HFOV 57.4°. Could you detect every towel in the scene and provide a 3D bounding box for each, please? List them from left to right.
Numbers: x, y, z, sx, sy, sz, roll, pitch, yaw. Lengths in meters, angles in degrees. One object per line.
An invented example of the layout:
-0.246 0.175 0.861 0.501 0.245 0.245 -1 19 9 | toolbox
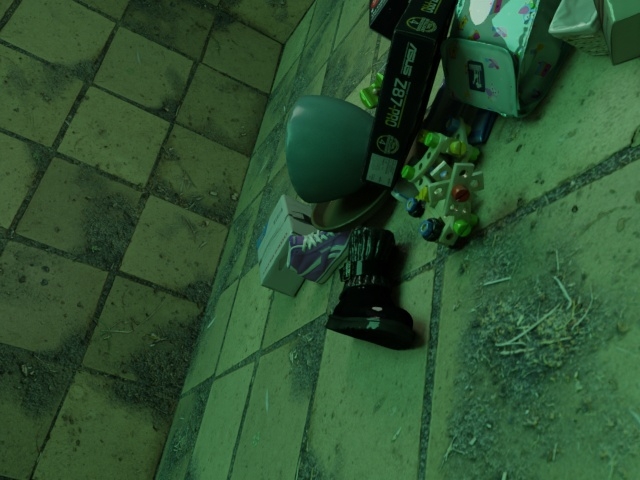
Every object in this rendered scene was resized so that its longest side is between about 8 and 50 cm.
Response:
0.335 -0.321 1.377 0.209 0.034 0.285 -67 20 0 | towel

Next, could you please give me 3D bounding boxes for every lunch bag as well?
0.366 -0.387 1.162 0.223 0.160 0.262 37 112 52 | lunch bag

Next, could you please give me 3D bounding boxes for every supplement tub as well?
0.224 -0.142 1.408 0.107 0.071 0.071 -61 20 16 | supplement tub

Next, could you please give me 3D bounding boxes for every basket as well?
0.486 -0.405 0.979 0.167 0.103 0.113 -65 20 7 | basket

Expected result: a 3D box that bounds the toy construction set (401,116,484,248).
0.259 -0.115 1.186 0.327 0.151 0.215 -81 16 -64 | toy construction set

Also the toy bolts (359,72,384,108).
0.185 -0.351 1.726 0.228 0.158 0.218 -36 75 38 | toy bolts

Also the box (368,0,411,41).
0.309 -0.809 1.771 0.343 0.179 0.312 -48 25 41 | box

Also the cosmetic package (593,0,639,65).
0.443 -0.427 0.834 0.129 0.153 0.296 -15 74 23 | cosmetic package

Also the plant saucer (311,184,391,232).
0.095 -0.119 1.621 0.278 0.041 0.278 -31 28 19 | plant saucer

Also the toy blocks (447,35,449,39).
0.406 -0.650 1.368 0.260 0.309 0.289 -41 15 -36 | toy blocks

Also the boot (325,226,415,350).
0.125 0.094 1.311 0.348 0.131 0.260 -7 62 68 | boot

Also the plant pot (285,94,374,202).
0.062 -0.241 1.543 0.195 0.290 0.290 3 64 26 | plant pot

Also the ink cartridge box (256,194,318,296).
-0.112 0.013 2.012 0.223 0.129 0.307 -59 21 20 | ink cartridge box

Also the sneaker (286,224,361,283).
0.000 0.001 1.697 0.282 0.161 0.102 -55 21 25 | sneaker

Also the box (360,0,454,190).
0.205 -0.359 1.343 0.395 0.097 0.318 99 -169 -46 | box
